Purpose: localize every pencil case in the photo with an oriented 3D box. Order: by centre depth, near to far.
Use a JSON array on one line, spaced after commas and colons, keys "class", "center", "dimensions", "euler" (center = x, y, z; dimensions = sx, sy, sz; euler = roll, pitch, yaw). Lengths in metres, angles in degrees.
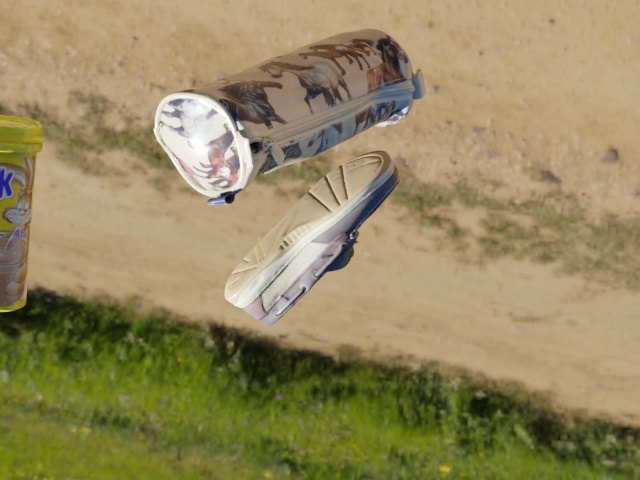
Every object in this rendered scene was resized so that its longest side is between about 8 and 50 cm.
[{"class": "pencil case", "center": [-0.029, -0.189, 1.406], "dimensions": [0.183, 0.410, 0.160], "euler": [28, 129, 33]}]

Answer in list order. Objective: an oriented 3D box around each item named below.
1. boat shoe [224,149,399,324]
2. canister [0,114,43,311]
[{"class": "boat shoe", "center": [0.000, 0.000, 1.278], "dimensions": [0.285, 0.103, 0.092], "euler": [-43, 116, 9]}, {"class": "canister", "center": [-0.318, -0.026, 0.867], "dimensions": [0.126, 0.170, 0.073], "euler": [2, -166, -25]}]
